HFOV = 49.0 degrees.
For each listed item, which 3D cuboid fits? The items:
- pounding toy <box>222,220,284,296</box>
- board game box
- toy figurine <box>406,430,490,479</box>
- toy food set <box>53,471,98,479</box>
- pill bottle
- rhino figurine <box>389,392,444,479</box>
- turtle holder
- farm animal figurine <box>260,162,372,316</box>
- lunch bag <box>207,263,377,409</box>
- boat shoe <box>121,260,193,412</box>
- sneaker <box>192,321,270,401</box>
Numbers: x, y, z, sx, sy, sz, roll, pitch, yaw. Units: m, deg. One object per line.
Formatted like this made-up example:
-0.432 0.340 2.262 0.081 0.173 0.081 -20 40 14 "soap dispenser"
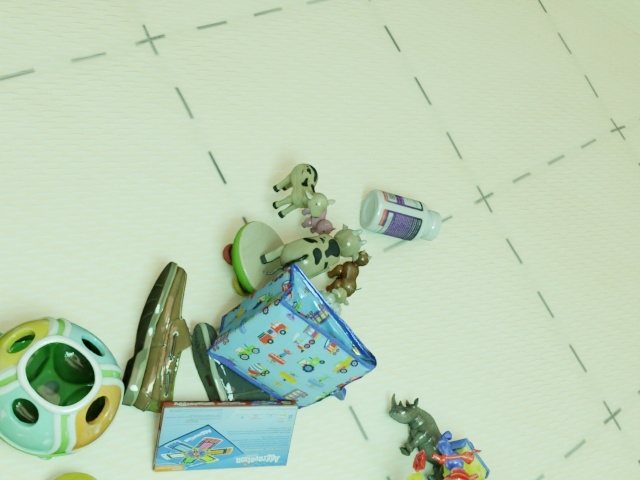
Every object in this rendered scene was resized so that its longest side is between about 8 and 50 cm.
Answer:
-0.146 0.072 1.597 0.237 0.110 0.183 43 40 -40 "pounding toy"
-0.190 0.395 1.427 0.281 0.027 0.145 6 103 -25 "board game box"
0.352 0.529 1.528 0.363 0.191 0.217 53 26 -13 "toy figurine"
-0.421 0.526 1.289 0.128 0.071 0.218 -32 84 -8 "toy food set"
0.209 -0.058 1.805 0.193 0.108 0.108 14 65 -21 "pill bottle"
0.235 0.457 1.630 0.106 0.073 0.243 -33 89 -26 "rhino figurine"
-0.495 0.230 1.269 0.243 0.227 0.320 -20 80 -30 "turtle holder"
0.000 0.000 1.575 0.330 0.172 0.327 57 35 -10 "farm animal figurine"
-0.043 0.233 1.448 0.293 0.221 0.138 46 28 -17 "lunch bag"
-0.321 0.200 1.448 0.104 0.110 0.307 22 72 -21 "boat shoe"
-0.192 0.270 1.498 0.118 0.083 0.222 -17 88 -35 "sneaker"
